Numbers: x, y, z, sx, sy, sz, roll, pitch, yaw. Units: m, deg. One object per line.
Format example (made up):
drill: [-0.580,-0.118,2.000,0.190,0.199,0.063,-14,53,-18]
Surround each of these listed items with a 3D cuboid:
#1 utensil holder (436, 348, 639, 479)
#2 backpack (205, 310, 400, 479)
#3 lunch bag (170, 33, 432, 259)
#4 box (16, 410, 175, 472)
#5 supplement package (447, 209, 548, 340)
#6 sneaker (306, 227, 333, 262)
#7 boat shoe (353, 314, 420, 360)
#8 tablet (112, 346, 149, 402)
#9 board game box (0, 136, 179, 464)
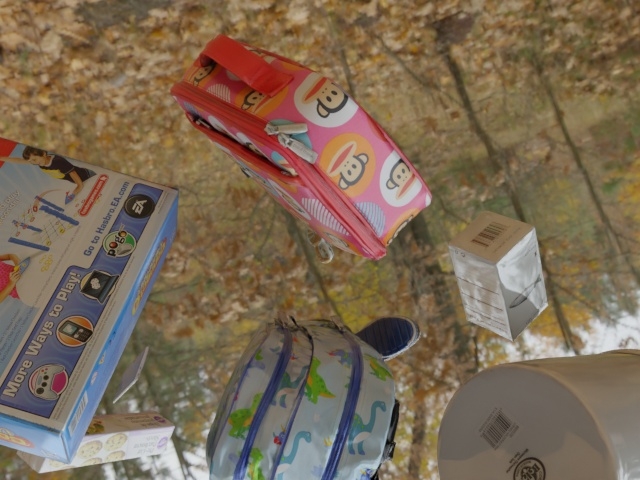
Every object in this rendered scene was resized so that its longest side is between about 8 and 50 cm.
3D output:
utensil holder: [0.425,0.343,1.161,0.385,0.327,0.328,5,163,-42]
backpack: [-0.026,0.235,0.929,0.273,0.290,0.355,28,175,-21]
lunch bag: [-0.036,-0.120,0.800,0.120,0.258,0.293,-49,-140,-6]
box: [-0.394,0.359,1.309,0.063,0.067,0.324,26,-178,28]
supplement package: [0.300,0.059,1.216,0.105,0.179,0.105,-40,-141,-23]
sneaker: [0.000,0.000,1.330,0.032,0.083,0.037,-14,-171,26]
boat shoe: [0.104,0.165,1.193,0.066,0.066,0.183,7,158,-39]
tablet: [-0.251,0.179,0.958,0.083,0.006,0.054,-43,-155,42]
board game box: [-0.343,0.037,0.756,0.302,0.308,0.086,17,142,0]
